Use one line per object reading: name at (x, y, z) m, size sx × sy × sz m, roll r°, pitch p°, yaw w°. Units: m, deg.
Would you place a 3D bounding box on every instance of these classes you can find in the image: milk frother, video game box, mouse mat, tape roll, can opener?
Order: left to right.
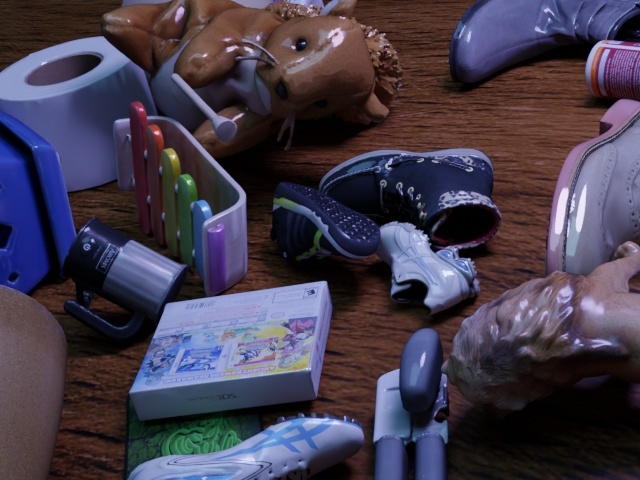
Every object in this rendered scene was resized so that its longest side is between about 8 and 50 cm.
tape roll at (-0.394, -0.208, 1.917) m, size 0.246 × 0.169 × 0.246 m, roll -11°, pitch 29°, yaw 6°
milk frother at (-0.249, 0.055, 1.487) m, size 0.134 × 0.129 × 0.143 m, roll 28°, pitch 6°, yaw 4°
mouse mat at (-0.138, 0.199, 1.273) m, size 0.152 × 0.007 × 0.190 m, roll -14°, pitch 30°, yaw -1°
video game box at (-0.095, 0.122, 1.333) m, size 0.205 × 0.048 × 0.187 m, roll -8°, pitch 25°, yaw 12°
can opener at (0.081, 0.198, 1.105) m, size 0.074 × 0.093 × 0.280 m, roll -8°, pitch 35°, yaw 11°

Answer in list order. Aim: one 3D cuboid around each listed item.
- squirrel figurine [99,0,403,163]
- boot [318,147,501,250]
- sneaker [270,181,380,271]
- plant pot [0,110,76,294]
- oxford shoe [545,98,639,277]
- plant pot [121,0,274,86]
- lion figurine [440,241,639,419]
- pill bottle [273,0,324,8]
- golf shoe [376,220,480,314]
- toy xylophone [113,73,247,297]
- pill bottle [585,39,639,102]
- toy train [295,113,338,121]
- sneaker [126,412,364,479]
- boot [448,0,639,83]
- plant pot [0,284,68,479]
squirrel figurine at (-0.046, -0.262, 1.716) m, size 0.370 × 0.281 × 0.397 m, roll -5°, pitch 15°, yaw 44°
boot at (0.113, -0.049, 1.500) m, size 0.236 × 0.085 × 0.178 m, roll -7°, pitch 25°, yaw 4°
sneaker at (0.000, 0.000, 1.481) m, size 0.084 × 0.097 × 0.234 m, roll 12°, pitch 12°, yaw -26°
plant pot at (-0.468, -0.042, 1.615) m, size 0.212 × 0.236 × 0.236 m, roll -21°, pitch 29°, yaw -26°
oxford shoe at (0.365, -0.050, 1.356) m, size 0.146 × 0.140 × 0.397 m, roll 12°, pitch 40°, yaw 26°
plant pot at (-0.176, -0.353, 2.007) m, size 0.191 × 0.284 × 0.284 m, roll 35°, pitch 53°, yaw 29°
lion figurine at (0.325, 0.101, 1.090) m, size 0.392 × 0.142 × 0.240 m, roll 3°, pitch 19°, yaw 40°
pill bottle at (-0.097, -0.411, 2.198) m, size 0.193 × 0.108 × 0.108 m, roll -1°, pitch 32°, yaw 22°
golf shoe at (0.104, 0.034, 1.396) m, size 0.086 × 0.069 × 0.176 m, roll -35°, pitch 34°, yaw -21°
toy xylophone at (-0.183, -0.082, 1.557) m, size 0.081 × 0.236 × 0.322 m, roll -17°, pitch 30°, yaw -25°
pill bottle at (0.465, -0.239, 1.684) m, size 0.152 × 0.086 × 0.086 m, roll 15°, pitch 40°, yaw 41°
toy train at (-0.006, -0.204, 1.898) m, size 0.083 × 0.017 × 0.024 m, roll -3°, pitch 41°, yaw 18°
sneaker at (-0.067, 0.230, 1.127) m, size 0.237 × 0.085 × 0.086 m, roll -16°, pitch 56°, yaw -10°
boot at (0.380, -0.337, 1.870) m, size 0.338 × 0.118 × 0.222 m, roll -38°, pitch 42°, yaw -28°
plant pot at (-0.364, 0.211, 1.164) m, size 0.237 × 0.237 × 0.254 m, roll -15°, pitch 44°, yaw -2°
